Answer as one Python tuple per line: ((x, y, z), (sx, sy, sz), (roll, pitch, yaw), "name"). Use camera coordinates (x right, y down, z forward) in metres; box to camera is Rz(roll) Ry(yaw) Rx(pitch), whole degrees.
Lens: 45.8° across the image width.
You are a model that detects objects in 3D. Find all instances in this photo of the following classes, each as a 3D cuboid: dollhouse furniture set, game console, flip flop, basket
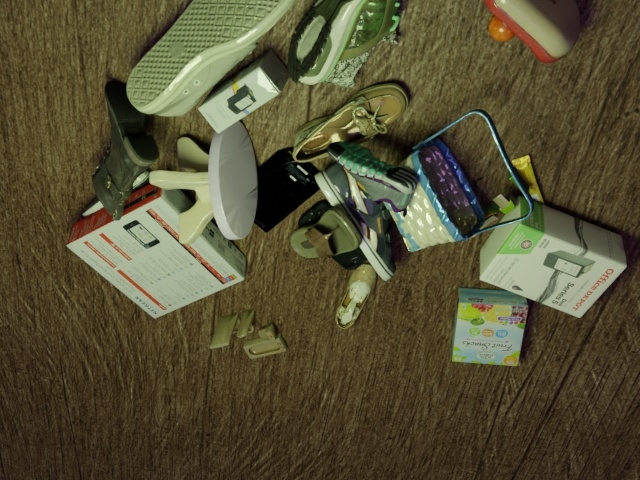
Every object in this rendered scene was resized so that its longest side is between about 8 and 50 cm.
((-0.193, 0.288, 2.071), (0.144, 0.123, 0.151), (-15, 121, 19), "dollhouse furniture set")
((-0.027, -0.052, 1.862), (0.361, 0.044, 0.213), (42, 122, -18), "game console")
((0.000, 0.000, 1.752), (0.112, 0.080, 0.277), (54, 148, -11), "flip flop")
((0.286, -0.121, 1.652), (0.289, 0.201, 0.254), (-22, 97, 37), "basket")
((0.402, -0.093, 1.743), (0.058, 0.076, 0.152), (43, 122, -16), "dollhouse furniture set")

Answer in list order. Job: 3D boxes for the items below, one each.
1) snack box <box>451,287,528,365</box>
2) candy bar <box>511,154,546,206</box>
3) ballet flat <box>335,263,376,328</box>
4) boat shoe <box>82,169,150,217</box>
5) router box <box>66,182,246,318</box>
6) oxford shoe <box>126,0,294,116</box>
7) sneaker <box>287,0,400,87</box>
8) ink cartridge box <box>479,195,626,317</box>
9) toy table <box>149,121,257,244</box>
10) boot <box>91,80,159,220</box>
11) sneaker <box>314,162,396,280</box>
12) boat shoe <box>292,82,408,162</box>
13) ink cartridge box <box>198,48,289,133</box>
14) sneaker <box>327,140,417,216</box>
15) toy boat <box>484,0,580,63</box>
((0.435, 0.226, 1.962), (0.175, 0.070, 0.207), (3, 126, 6), "snack box")
((0.485, -0.124, 1.746), (0.040, 0.018, 0.161), (-16, 121, 23), "candy bar")
((0.092, 0.153, 1.968), (0.073, 0.067, 0.206), (18, 125, -2), "ballet flat")
((-0.498, -0.100, 1.881), (0.219, 0.077, 0.070), (-28, 115, 23), "boat shoe")
((-0.404, 0.028, 1.903), (0.301, 0.082, 0.335), (-23, 131, 21), "router box")
((-0.219, -0.418, 1.598), (0.449, 0.169, 0.130), (-36, 156, 20), "oxford shoe")
((0.103, -0.471, 1.527), (0.182, 0.158, 0.410), (14, 130, -39), "sneaker")
((0.541, 0.041, 1.781), (0.273, 0.114, 0.198), (21, 132, -5), "ink cartridge box")
((-0.253, -0.129, 1.737), (0.161, 0.274, 0.252), (-8, 155, 23), "toy table")
((-0.475, -0.206, 1.737), (0.091, 0.262, 0.229), (-1, 150, -41), "boot")
((0.119, -0.051, 1.773), (0.128, 0.126, 0.321), (-32, 115, 3), "sneaker")
((0.066, -0.250, 1.681), (0.285, 0.089, 0.104), (-27, 116, 24), "boat shoe")
((-0.163, -0.325, 1.643), (0.175, 0.127, 0.072), (-29, 113, 24), "ink cartridge box")
((0.098, -0.130, 1.619), (0.224, 0.083, 0.098), (32, 131, 28), "sneaker")
((0.393, -0.441, 1.489), (0.231, 0.151, 0.151), (37, 152, -15), "toy boat")
